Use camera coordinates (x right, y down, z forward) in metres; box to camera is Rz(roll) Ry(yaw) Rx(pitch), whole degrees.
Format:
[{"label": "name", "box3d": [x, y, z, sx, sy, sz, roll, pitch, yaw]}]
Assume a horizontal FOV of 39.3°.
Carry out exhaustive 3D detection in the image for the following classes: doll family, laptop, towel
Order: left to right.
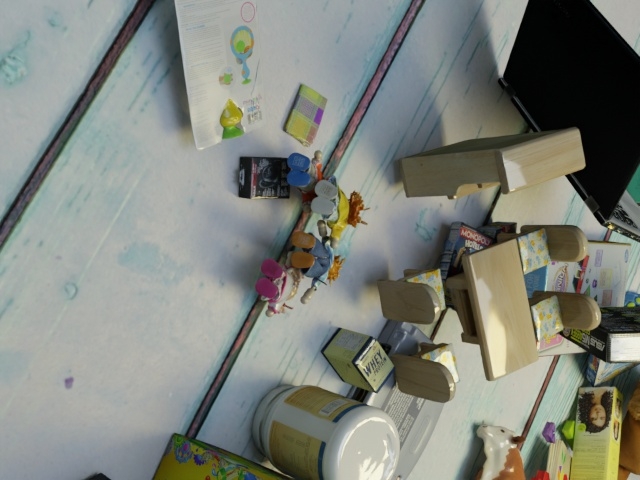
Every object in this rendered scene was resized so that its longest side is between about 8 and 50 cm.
[{"label": "towel", "box3d": [-0.023, -0.192, 1.382, 0.060, 0.009, 0.083, 27, 78, -40]}, {"label": "doll family", "box3d": [0.000, 0.000, 1.339, 0.163, 0.118, 0.262, 35, 70, -75]}, {"label": "laptop", "box3d": [0.507, -0.222, 1.565, 0.408, 0.381, 0.236, 18, 127, -42]}]

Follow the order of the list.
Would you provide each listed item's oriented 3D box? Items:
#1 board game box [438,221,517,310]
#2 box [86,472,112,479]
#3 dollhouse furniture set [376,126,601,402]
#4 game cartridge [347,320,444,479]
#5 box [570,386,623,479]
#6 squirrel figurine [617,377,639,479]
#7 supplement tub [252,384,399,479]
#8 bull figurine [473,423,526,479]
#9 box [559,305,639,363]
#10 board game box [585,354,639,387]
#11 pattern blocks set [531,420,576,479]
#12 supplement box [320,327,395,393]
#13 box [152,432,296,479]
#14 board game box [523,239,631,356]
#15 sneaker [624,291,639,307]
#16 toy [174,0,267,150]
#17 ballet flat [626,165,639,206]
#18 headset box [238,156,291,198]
[{"label": "board game box", "box3d": [0.290, 0.040, 1.663, 0.194, 0.060, 0.194, 24, 77, -37]}, {"label": "box", "box3d": [-0.347, 0.444, 1.130, 0.261, 0.103, 0.184, -23, 115, -37]}, {"label": "dollhouse furniture set", "box3d": [0.305, 0.032, 1.474, 0.362, 0.256, 0.394, -18, 100, -31]}, {"label": "game cartridge", "box3d": [0.124, 0.305, 1.563, 0.196, 0.060, 0.294, 43, 69, -34]}, {"label": "box", "box3d": [0.600, 0.435, 1.948, 0.058, 0.087, 0.232, 38, 54, -41]}, {"label": "squirrel figurine", "box3d": [0.864, 0.434, 1.966, 0.281, 0.371, 0.397, -54, 153, -25]}, {"label": "supplement tub", "box3d": [0.005, 0.300, 1.355, 0.144, 0.200, 0.144, -8, 102, -41]}, {"label": "bull figurine", "box3d": [0.342, 0.519, 1.761, 0.188, 0.101, 0.310, -27, 112, -32]}, {"label": "box", "box3d": [0.630, 0.176, 1.723, 0.270, 0.216, 0.060, -1, 97, -8]}, {"label": "board game box", "box3d": [0.646, 0.241, 1.932, 0.136, 0.035, 0.201, -27, 150, -3]}, {"label": "pattern blocks set", "box3d": [0.514, 0.519, 1.912, 0.324, 0.026, 0.285, 62, 40, -34]}, {"label": "supplement box", "box3d": [0.062, 0.196, 1.468, 0.056, 0.083, 0.083, -51, 126, -24]}, {"label": "box", "box3d": [-0.062, 0.428, 1.263, 0.290, 0.279, 0.177, 34, 74, -39]}, {"label": "board game box", "box3d": [0.535, 0.116, 1.891, 0.317, 0.064, 0.242, 4, 94, -42]}, {"label": "sneaker", "box3d": [0.703, 0.191, 2.064, 0.188, 0.067, 0.078, -50, 156, -33]}, {"label": "toy", "box3d": [-0.147, -0.256, 1.231, 0.137, 0.056, 0.237, -27, 119, -40]}, {"label": "ballet flat", "box3d": [0.741, -0.217, 2.015, 0.096, 0.095, 0.280, -9, 113, -51]}, {"label": "headset box", "box3d": [-0.085, -0.093, 1.326, 0.083, 0.032, 0.062, -4, 99, -41]}]
